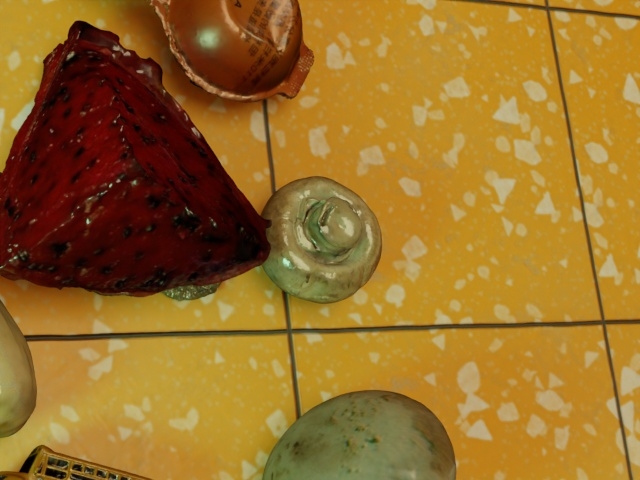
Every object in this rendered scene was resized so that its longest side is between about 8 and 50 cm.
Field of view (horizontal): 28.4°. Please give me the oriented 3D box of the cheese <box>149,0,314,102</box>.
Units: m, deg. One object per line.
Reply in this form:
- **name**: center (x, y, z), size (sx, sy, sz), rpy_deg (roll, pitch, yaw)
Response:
- **cheese**: center (-0.145, -0.302, 1.611), size (0.329, 0.129, 0.216), rpy_deg (33, 62, -21)

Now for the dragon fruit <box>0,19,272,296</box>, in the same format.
- **dragon fruit**: center (-0.253, -0.072, 1.524), size (0.286, 0.228, 0.329), rpy_deg (29, 25, -49)

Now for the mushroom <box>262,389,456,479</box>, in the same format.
- **mushroom**: center (0.059, 0.306, 1.495), size (0.244, 0.243, 0.243), rpy_deg (8, 70, -24)

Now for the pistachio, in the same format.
- **pistachio**: center (-0.385, 0.126, 1.385), size (0.200, 0.117, 0.145), rpy_deg (63, 21, 12)

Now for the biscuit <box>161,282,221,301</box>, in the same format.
- **biscuit**: center (-0.169, 0.018, 1.575), size (0.120, 0.015, 0.120), rpy_deg (8, 69, -23)

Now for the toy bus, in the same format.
- **toy bus**: center (-0.278, 0.283, 1.399), size (0.195, 0.083, 0.088), rpy_deg (21, 62, -21)

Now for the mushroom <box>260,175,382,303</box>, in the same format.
- **mushroom**: center (0.000, 0.000, 1.601), size (0.166, 0.127, 0.166), rpy_deg (4, 77, -20)
